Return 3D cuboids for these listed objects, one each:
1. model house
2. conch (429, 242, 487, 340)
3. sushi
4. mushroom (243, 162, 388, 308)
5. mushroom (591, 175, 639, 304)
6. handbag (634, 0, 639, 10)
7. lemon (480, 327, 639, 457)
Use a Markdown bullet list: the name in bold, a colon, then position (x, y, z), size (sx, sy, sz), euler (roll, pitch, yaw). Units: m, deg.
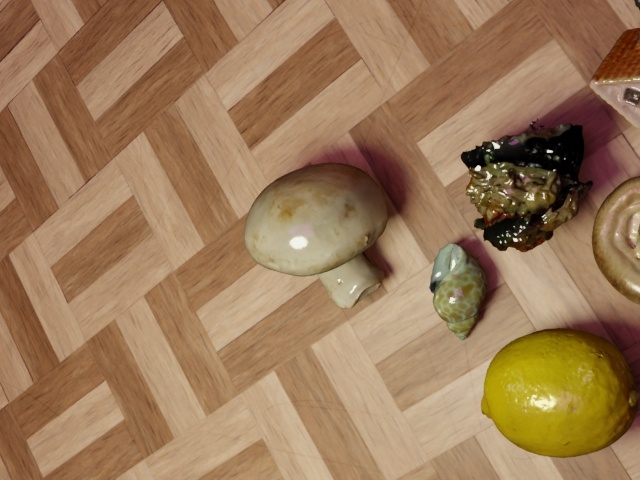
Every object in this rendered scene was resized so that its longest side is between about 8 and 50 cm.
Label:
- **model house**: position (0.580, -0.293, 1.366), size (0.237, 0.202, 0.237), euler (27, 147, 21)
- **conch**: position (0.270, 0.093, 1.649), size (0.116, 0.106, 0.173), euler (-27, 59, 45)
- **sushi**: position (0.373, -0.089, 1.526), size (0.225, 0.238, 0.219), euler (-10, 80, 16)
- **mushroom**: position (0.000, 0.000, 1.707), size (0.297, 0.297, 0.290), euler (-12, 109, 27)
- **mushroom**: position (0.601, -0.012, 1.447), size (0.278, 0.146, 0.278), euler (-6, 80, 34)
- **handbag**: position (0.642, -0.517, 1.433), size (0.257, 0.113, 0.285), euler (-11, 93, 33)
- **lemon**: position (0.420, 0.266, 1.497), size (0.263, 0.236, 0.236), euler (14, 98, 24)
